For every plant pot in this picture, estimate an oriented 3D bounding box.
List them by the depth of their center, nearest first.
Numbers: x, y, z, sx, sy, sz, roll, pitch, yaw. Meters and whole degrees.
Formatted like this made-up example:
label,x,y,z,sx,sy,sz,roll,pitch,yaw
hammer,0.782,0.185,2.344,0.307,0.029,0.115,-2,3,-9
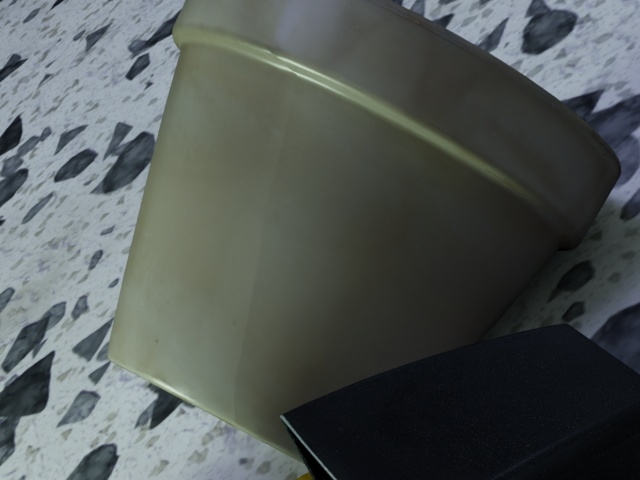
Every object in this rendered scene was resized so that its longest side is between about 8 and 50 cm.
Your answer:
label,x,y,z,sx,sy,sz,roll,pitch,yaw
plant pot,0.114,0.154,1.063,0.167,0.188,0.187,-31,23,-9
plant pot,0.000,0.000,1.354,0.280,0.323,0.323,-62,28,-6

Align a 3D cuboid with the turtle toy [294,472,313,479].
label,x,y,z,sx,sy,sz,roll,pitch,yaw
turtle toy,-0.043,0.210,1.307,0.130,0.066,0.095,-25,6,36
